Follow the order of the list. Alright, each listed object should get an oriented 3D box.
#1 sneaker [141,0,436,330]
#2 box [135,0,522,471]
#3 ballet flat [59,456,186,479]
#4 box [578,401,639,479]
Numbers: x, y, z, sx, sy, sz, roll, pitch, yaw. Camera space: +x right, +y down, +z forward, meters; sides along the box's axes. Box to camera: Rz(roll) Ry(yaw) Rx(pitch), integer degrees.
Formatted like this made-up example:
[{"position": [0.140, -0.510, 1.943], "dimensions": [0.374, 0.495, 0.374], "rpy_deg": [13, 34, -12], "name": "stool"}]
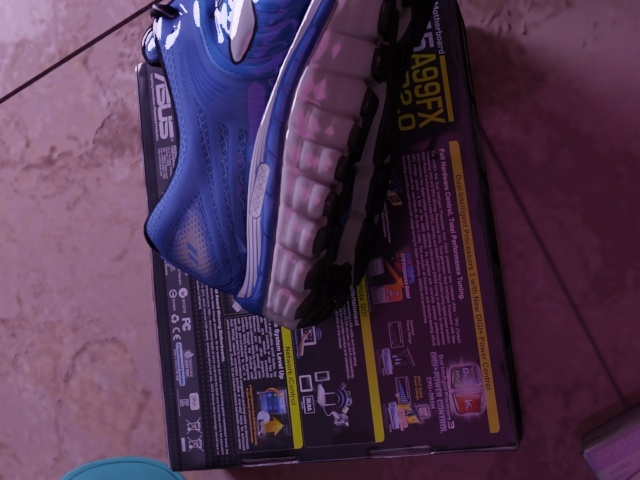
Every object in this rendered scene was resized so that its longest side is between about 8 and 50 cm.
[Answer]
[{"position": [-0.023, -0.128, 0.394], "dimensions": [0.147, 0.129, 0.330], "rpy_deg": [16, 91, 17], "name": "sneaker"}, {"position": [0.000, 0.000, 0.475], "dimensions": [0.216, 0.060, 0.270], "rpy_deg": [-9, 82, 16], "name": "box"}, {"position": [-0.058, 0.293, 0.315], "dimensions": [0.163, 0.483, 0.182], "rpy_deg": [1, 108, -24], "name": "ballet flat"}, {"position": [0.287, 0.051, 0.376], "dimensions": [0.324, 0.063, 0.067], "rpy_deg": [-33, 77, 11], "name": "box"}]
